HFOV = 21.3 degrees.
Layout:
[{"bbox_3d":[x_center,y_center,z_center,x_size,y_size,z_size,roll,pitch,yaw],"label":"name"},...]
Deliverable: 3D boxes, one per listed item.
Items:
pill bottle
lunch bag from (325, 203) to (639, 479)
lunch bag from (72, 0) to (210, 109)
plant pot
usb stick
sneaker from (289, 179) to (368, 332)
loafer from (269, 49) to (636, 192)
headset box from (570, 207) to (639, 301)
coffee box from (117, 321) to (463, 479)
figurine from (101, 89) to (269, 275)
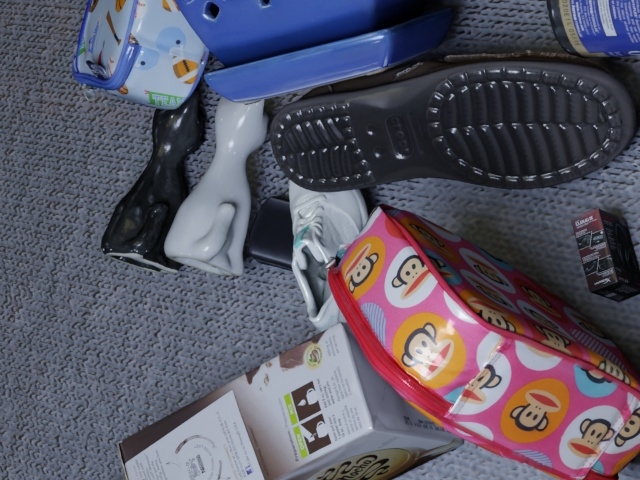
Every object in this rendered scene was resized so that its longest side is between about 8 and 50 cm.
[{"bbox_3d":[0.329,-0.233,1.569,0.219,0.123,0.123,2,81,37],"label":"pill bottle"},{"bbox_3d":[0.149,0.082,1.514,0.120,0.293,0.258,-53,33,14],"label":"lunch bag"},{"bbox_3d":[-0.191,-0.294,1.923,0.243,0.115,0.303,26,99,65],"label":"lunch bag"},{"bbox_3d":[-0.008,-0.262,1.678,0.236,0.236,0.212,-12,99,24],"label":"plant pot"},{"bbox_3d":[0.038,0.013,1.775,0.278,0.045,0.077,15,82,38],"label":"usb stick"},{"bbox_3d":[0.000,0.000,1.717,0.080,0.094,0.212,-28,60,25],"label":"sneaker"},{"bbox_3d":[0.132,-0.134,1.682,0.366,0.130,0.134,0,119,22],"label":"loafer"},{"bbox_3d":[0.269,0.010,1.596,0.032,0.062,0.083,-23,66,30],"label":"headset box"},{"bbox_3d":[-0.033,0.204,1.705,0.297,0.168,0.119,-30,63,27],"label":"coffee box"},{"bbox_3d":[-0.139,-0.073,1.876,0.215,0.092,0.209,1,74,53],"label":"figurine"}]
